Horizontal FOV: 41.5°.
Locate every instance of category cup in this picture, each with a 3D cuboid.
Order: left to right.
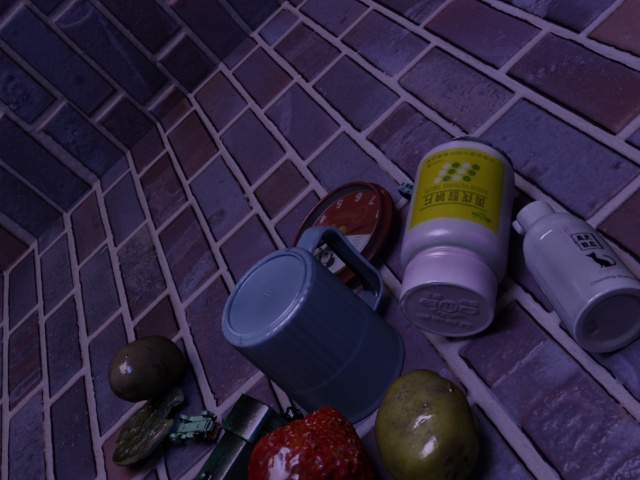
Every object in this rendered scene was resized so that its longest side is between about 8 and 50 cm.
[{"bbox_3d":[0.005,0.170,1.742,0.331,0.311,0.257,-47,33,-2],"label":"cup"}]

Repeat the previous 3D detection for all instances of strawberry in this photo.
[{"bbox_3d":[-0.009,0.430,1.555,0.257,0.257,0.277,-24,25,30],"label":"strawberry"}]

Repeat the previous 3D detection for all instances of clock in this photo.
[{"bbox_3d":[0.057,-0.007,2.095,0.318,0.080,0.319,-30,39,28],"label":"clock"}]

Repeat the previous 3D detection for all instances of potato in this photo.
[{"bbox_3d":[-0.442,0.324,2.160,0.165,0.165,0.262,-41,-5,8],"label":"potato"},{"bbox_3d":[0.189,0.340,1.499,0.197,0.148,0.228,-61,32,0],"label":"potato"}]

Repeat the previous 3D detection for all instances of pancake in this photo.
[{"bbox_3d":[-0.436,0.472,2.132,0.253,0.037,0.254,-39,19,16],"label":"pancake"}]

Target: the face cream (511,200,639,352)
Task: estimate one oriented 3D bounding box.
[{"bbox_3d":[0.450,0.032,1.544,0.145,0.145,0.370,-38,34,12],"label":"face cream"}]

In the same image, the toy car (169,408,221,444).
[{"bbox_3d":[-0.300,0.451,2.018,0.143,0.054,0.073,-21,38,45],"label":"toy car"}]

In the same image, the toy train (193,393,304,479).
[{"bbox_3d":[-0.155,0.468,1.722,0.138,0.178,0.330,9,60,52],"label":"toy train"}]

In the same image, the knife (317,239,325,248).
[{"bbox_3d":[0.000,0.000,2.069,0.121,0.018,0.031,-27,42,30],"label":"knife"}]

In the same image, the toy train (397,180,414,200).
[{"bbox_3d":[0.256,-0.097,2.000,0.047,0.043,0.207,-50,33,-6],"label":"toy train"}]

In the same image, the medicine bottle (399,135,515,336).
[{"bbox_3d":[0.278,-0.010,1.724,0.213,0.213,0.379,-19,42,36],"label":"medicine bottle"}]
